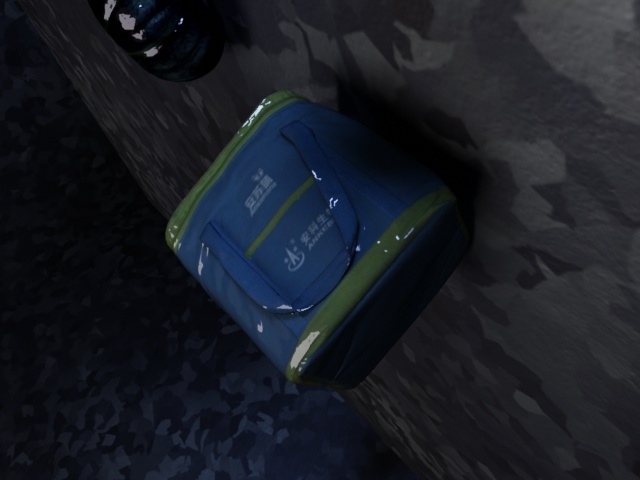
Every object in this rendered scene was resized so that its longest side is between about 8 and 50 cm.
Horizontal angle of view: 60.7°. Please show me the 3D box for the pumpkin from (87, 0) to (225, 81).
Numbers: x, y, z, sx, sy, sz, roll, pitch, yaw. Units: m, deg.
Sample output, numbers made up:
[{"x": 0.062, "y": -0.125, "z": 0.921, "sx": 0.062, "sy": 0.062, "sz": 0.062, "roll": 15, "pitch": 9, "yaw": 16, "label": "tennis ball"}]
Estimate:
[{"x": -0.213, "y": -0.299, "z": 0.719, "sx": 0.194, "sy": 0.150, "sz": 0.194, "roll": 57, "pitch": 168, "yaw": 20, "label": "pumpkin"}]

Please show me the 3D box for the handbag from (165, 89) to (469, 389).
[{"x": 0.000, "y": 0.000, "z": 0.603, "sx": 0.241, "sy": 0.263, "sz": 0.222, "roll": 39, "pitch": -175, "yaw": 27, "label": "handbag"}]
